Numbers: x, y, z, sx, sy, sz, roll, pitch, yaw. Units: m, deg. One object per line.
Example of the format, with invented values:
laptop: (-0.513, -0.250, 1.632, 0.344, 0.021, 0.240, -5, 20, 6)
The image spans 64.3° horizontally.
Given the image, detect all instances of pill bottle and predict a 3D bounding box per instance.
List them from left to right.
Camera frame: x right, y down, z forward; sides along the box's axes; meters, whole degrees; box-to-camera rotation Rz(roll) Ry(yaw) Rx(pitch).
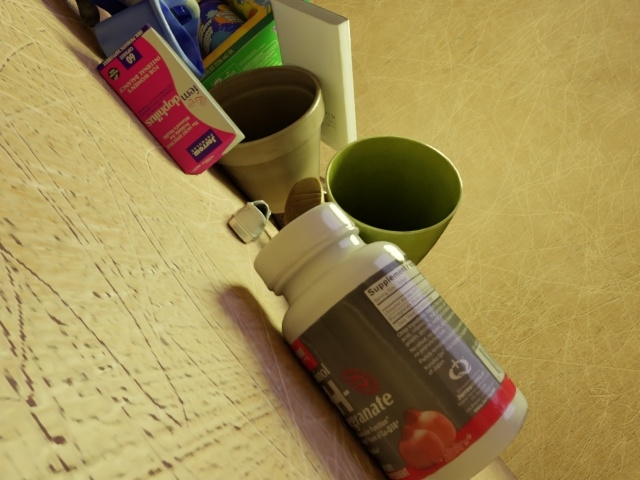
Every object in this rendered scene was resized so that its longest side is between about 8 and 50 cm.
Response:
pill bottle: (0.067, 0.114, 0.595, 0.318, 0.176, 0.176, 51, 3, 12)

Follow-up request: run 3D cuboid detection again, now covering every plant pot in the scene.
plant pot: (-0.124, -0.229, 1.274, 0.323, 0.323, 0.280, 53, -13, 44)
plant pot: (0.141, -0.030, 1.126, 0.275, 0.275, 0.293, 52, -24, 31)

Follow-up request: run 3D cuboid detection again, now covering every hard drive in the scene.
hard drive: (-0.010, -0.401, 1.260, 0.233, 0.047, 0.353, 38, -26, 33)

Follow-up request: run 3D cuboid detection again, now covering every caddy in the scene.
caddy: (-0.333, -0.448, 1.030, 0.341, 0.179, 0.241, -89, 158, -86)

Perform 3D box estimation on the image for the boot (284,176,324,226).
boot: (0.000, 0.000, 1.212, 0.203, 0.095, 0.262, 49, 31, -53)

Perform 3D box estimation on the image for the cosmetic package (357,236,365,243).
cosmetic package: (0.026, 0.062, 0.891, 0.151, 0.151, 0.183, 49, 3, -31)

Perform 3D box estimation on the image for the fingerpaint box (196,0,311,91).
fingerpaint box: (-0.273, -0.561, 1.405, 0.371, 0.445, 0.163, 53, 4, 31)

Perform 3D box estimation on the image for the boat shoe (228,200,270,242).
boat shoe: (-0.118, -0.042, 0.900, 0.066, 0.063, 0.184, 50, 3, -2)

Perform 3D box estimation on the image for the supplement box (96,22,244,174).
supplement box: (-0.244, -0.229, 0.858, 0.220, 0.111, 0.114, 50, 3, -7)

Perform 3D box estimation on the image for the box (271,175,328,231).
box: (-0.031, -0.099, 1.512, 0.167, 0.168, 0.203, 21, 18, -27)

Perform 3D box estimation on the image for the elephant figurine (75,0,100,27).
elephant figurine: (-0.524, -0.584, 1.014, 0.169, 0.186, 0.239, 16, -24, 23)
